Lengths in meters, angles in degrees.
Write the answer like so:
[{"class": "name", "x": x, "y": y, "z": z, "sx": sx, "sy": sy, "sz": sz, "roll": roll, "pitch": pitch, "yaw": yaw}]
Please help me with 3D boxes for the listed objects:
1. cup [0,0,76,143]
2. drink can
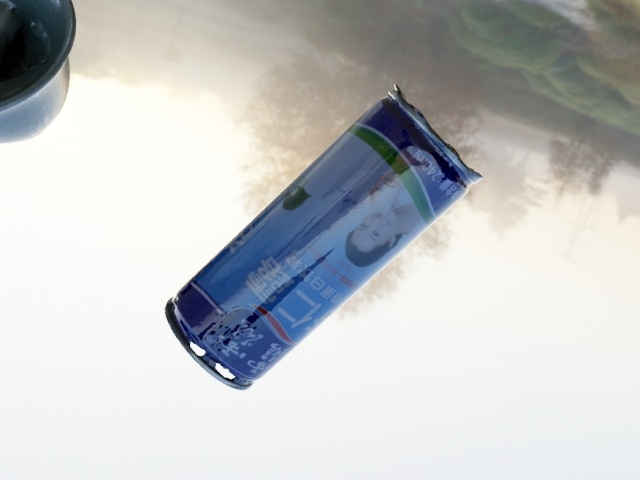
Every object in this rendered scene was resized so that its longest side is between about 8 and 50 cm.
[{"class": "cup", "x": -0.340, "y": -0.175, "z": 0.914, "sx": 0.199, "sy": 0.199, "sz": 0.150, "roll": 21, "pitch": 157, "yaw": 10}, {"class": "drink can", "x": 0.000, "y": 0.000, "z": 0.633, "sx": 0.097, "sy": 0.235, "sz": 0.097, "roll": 45, "pitch": -168, "yaw": -12}]
